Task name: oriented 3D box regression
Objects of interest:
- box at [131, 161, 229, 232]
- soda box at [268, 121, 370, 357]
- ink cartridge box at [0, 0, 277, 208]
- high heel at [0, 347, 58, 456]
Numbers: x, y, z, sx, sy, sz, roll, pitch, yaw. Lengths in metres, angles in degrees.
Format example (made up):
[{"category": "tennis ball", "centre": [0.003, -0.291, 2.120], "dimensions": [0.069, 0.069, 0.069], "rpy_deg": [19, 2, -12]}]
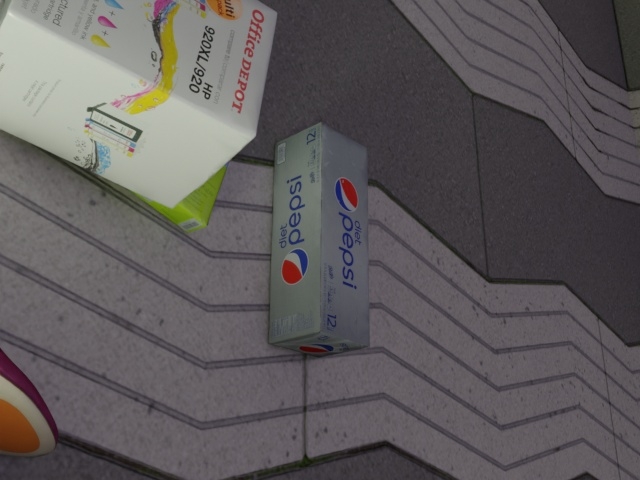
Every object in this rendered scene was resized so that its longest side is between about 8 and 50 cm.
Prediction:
[{"category": "box", "centre": [-0.155, -0.112, 0.911], "dimensions": [0.109, 0.042, 0.178], "rpy_deg": [41, 48, -34]}, {"category": "soda box", "centre": [0.000, 0.000, 1.018], "dimensions": [0.098, 0.091, 0.286], "rpy_deg": [22, 59, -43]}, {"category": "ink cartridge box", "centre": [-0.187, -0.175, 0.759], "dimensions": [0.233, 0.168, 0.171], "rpy_deg": [25, 55, -28]}, {"category": "high heel", "centre": [-0.300, 0.080, 0.652], "dimensions": [0.244, 0.082, 0.117], "rpy_deg": [50, 15, -33]}]
